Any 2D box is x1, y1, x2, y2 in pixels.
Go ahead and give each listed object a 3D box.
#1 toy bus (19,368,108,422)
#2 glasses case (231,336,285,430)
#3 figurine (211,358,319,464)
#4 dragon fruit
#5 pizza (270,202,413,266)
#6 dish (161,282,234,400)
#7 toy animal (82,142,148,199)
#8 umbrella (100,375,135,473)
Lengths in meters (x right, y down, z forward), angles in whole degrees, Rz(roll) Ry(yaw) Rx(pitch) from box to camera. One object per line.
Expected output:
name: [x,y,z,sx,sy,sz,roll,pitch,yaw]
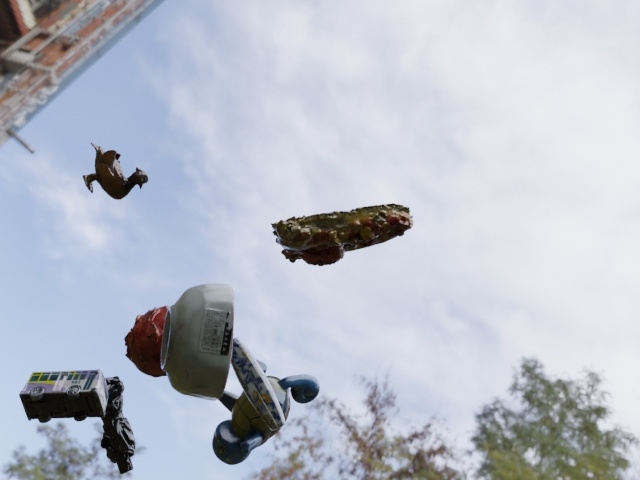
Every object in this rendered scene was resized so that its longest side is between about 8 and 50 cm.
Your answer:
toy bus: [-0.328,0.200,0.996,0.102,0.058,0.052,-3,-59,3]
glasses case: [-0.162,0.353,1.894,0.248,0.065,0.087,61,-3,5]
figurine: [-0.205,0.547,2.526,0.298,0.416,0.243,47,-8,40]
dragon fruit: [-0.492,0.316,2.429,0.252,0.241,0.241,-8,-35,-18]
pizza: [0.000,0.000,2.094,0.440,0.406,0.130,-18,-101,39]
dish: [-0.257,0.203,1.562,0.117,0.256,0.256,7,-35,-16]
toy animal: [-0.609,-0.212,2.262,0.089,0.179,0.188,144,-71,-85]
umbrella: [-0.579,0.516,2.151,0.122,0.110,0.272,-25,-104,27]
